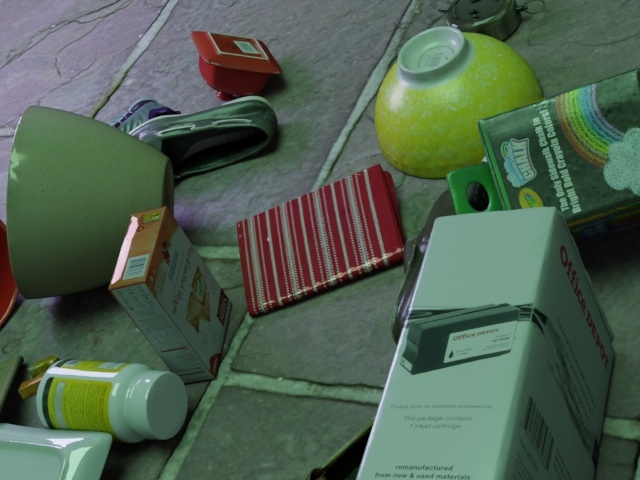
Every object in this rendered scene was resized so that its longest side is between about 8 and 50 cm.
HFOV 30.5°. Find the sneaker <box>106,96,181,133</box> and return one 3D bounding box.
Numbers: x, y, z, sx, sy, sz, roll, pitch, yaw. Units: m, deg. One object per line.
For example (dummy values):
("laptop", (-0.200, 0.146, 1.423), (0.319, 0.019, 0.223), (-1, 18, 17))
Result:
("sneaker", (-0.370, -0.195, 2.277), (0.098, 0.083, 0.224), (18, 58, 36))

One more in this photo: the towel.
("towel", (0.000, 0.000, 1.872), (0.274, 0.031, 0.199), (-22, 49, 13))

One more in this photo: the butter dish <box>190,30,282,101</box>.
("butter dish", (-0.173, -0.326, 2.273), (0.159, 0.118, 0.160), (3, 31, -24))

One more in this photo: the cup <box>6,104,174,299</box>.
("cup", (-0.376, -0.061, 1.998), (0.237, 0.331, 0.331), (2, 44, -1))

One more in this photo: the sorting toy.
("sorting toy", (-0.553, 0.247, 1.886), (0.307, 0.041, 0.229), (-25, 16, 6))

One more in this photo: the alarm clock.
("alarm clock", (0.308, -0.408, 2.102), (0.192, 0.064, 0.129), (-7, 45, 22))

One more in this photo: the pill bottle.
("pill bottle", (-0.310, 0.241, 1.753), (0.208, 0.119, 0.119), (0, 48, 32))

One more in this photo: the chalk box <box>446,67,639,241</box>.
("chalk box", (0.324, -0.091, 1.613), (0.289, 0.179, 0.180), (-17, 78, 12))

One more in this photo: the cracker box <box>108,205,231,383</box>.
("cracker box", (-0.221, 0.085, 1.771), (0.067, 0.232, 0.156), (-12, 43, 19))

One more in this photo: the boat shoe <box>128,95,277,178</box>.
("boat shoe", (-0.240, -0.174, 2.150), (0.335, 0.112, 0.095), (-18, 36, 9))

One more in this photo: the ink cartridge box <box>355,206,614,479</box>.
("ink cartridge box", (0.207, 0.199, 1.350), (0.166, 0.285, 0.395), (-4, 46, 29))

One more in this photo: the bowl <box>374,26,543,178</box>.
("bowl", (0.206, -0.256, 1.930), (0.289, 0.156, 0.289), (-17, 42, 16))

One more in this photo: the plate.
("plate", (-0.454, 0.393, 1.691), (0.278, 0.045, 0.277), (-1, 62, 32))

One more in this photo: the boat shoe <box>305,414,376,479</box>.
("boat shoe", (0.011, 0.331, 1.471), (0.307, 0.104, 0.110), (-45, 42, -18))

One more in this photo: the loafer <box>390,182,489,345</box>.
("loafer", (0.182, 0.047, 1.672), (0.130, 0.134, 0.366), (-26, 23, 42))

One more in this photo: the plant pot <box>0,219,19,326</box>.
("plant pot", (-0.714, 0.057, 2.104), (0.243, 0.275, 0.275), (4, 50, 48))

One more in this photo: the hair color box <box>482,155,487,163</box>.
("hair color box", (0.342, -0.118, 1.782), (0.167, 0.053, 0.093), (20, 60, 44))
